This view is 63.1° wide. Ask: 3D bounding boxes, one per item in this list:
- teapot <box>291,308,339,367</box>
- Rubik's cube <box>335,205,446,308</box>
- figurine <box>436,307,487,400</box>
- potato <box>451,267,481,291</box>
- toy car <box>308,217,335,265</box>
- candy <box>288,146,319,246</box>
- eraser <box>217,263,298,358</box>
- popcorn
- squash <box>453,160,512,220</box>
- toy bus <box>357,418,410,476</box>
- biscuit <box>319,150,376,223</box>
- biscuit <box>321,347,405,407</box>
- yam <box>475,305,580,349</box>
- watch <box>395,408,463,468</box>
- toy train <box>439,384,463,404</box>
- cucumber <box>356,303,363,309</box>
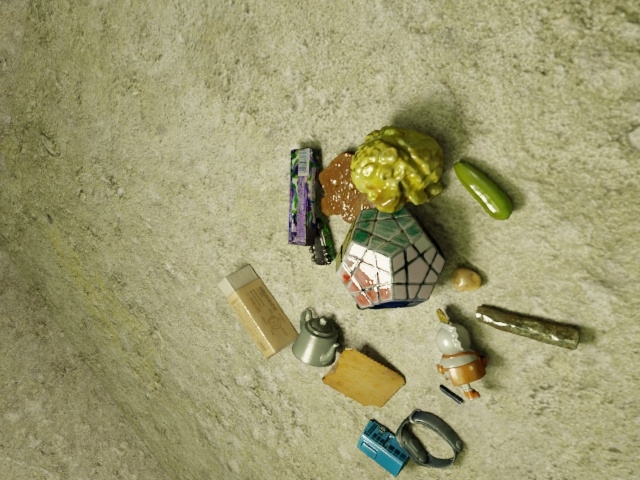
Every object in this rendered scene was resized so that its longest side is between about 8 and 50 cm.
[{"bbox_3d":[-0.012,0.331,1.832,0.239,0.162,0.149,43,125,50],"label":"teapot"},{"bbox_3d":[0.193,0.054,1.472,0.318,0.318,0.265,-19,70,41],"label":"Rubik's cube"},{"bbox_3d":[0.393,0.333,1.526,0.143,0.143,0.271,-37,86,41],"label":"figurine"},{"bbox_3d":[0.411,0.112,1.471,0.083,0.062,0.068,1,127,15],"label":"potato"},{"bbox_3d":[0.000,0.000,1.730,0.071,0.062,0.165,-2,107,37],"label":"toy car"},{"bbox_3d":[-0.055,-0.138,1.666,0.088,0.061,0.313,8,97,40],"label":"candy"},{"bbox_3d":[-0.236,0.266,1.970,0.078,0.144,0.344,-40,82,42],"label":"eraser"},{"bbox_3d":[0.216,-0.185,1.397,0.251,0.237,0.206,46,177,-17],"label":"popcorn"},{"bbox_3d":[0.421,-0.133,1.357,0.201,0.066,0.066,51,131,18],"label":"squash"},{"bbox_3d":[0.221,0.729,1.837,0.184,0.106,0.090,30,127,24],"label":"toy bus"},{"bbox_3d":[0.102,-0.164,1.598,0.290,0.041,0.209,-38,82,41],"label":"biscuit"},{"bbox_3d":[0.146,0.484,1.802,0.236,0.013,0.232,30,127,-1],"label":"biscuit"},{"bbox_3d":[0.553,0.233,1.409,0.273,0.061,0.061,12,116,34],"label":"yam"},{"bbox_3d":[0.356,0.661,1.734,0.206,0.068,0.193,52,127,4],"label":"watch"},{"bbox_3d":[0.411,0.487,1.650,0.083,0.017,0.017,34,133,22],"label":"toy train"},{"bbox_3d":[0.192,0.181,1.663,0.052,0.058,0.214,36,139,-24],"label":"cucumber"}]
